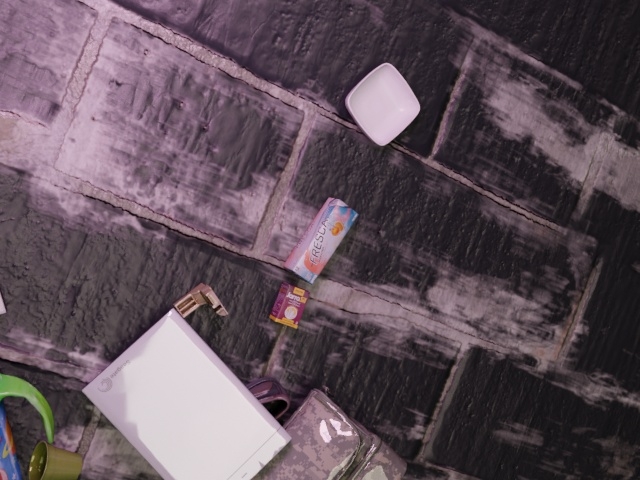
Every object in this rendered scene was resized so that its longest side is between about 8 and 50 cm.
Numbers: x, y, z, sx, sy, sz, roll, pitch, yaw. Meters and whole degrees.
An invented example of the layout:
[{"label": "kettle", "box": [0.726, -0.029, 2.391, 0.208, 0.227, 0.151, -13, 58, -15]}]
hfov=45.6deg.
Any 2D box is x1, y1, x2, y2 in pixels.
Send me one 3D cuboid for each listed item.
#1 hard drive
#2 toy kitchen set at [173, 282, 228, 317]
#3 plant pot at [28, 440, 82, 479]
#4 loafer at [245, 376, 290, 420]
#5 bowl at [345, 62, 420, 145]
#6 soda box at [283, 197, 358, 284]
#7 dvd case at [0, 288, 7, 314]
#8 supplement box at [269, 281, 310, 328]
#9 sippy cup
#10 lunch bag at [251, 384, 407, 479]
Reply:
[{"label": "hard drive", "box": [-0.259, 0.341, 1.498, 0.233, 0.047, 0.353, -43, 93, -11]}, {"label": "toy kitchen set", "box": [-0.236, 0.138, 1.518, 0.075, 0.083, 0.068, -37, 109, -15]}, {"label": "plant pot", "box": [-0.501, 0.429, 1.454, 0.079, 0.083, 0.083, 20, 89, -38]}, {"label": "loafer", "box": [-0.194, 0.392, 1.565, 0.302, 0.095, 0.109, -35, 110, -15]}, {"label": "bowl", "box": [0.125, -0.291, 1.633, 0.142, 0.053, 0.142, -44, 113, -12]}, {"label": "soda box", "box": [0.000, 0.000, 1.613, 0.058, 0.063, 0.183, 36, 83, -24]}, {"label": "dvd case", "box": [-0.678, 0.041, 1.342, 0.179, 0.029, 0.239, -17, 104, -21]}, {"label": "supplement box", "box": [-0.065, 0.137, 1.615, 0.054, 0.043, 0.083, 21, 88, -23]}, {"label": "sippy cup", "box": [-0.634, 0.364, 1.314, 0.240, 0.305, 0.224, -53, 137, -56]}, {"label": "lunch bag", "box": [-0.011, 0.495, 1.610, 0.256, 0.212, 0.305, 43, 79, -6]}]
